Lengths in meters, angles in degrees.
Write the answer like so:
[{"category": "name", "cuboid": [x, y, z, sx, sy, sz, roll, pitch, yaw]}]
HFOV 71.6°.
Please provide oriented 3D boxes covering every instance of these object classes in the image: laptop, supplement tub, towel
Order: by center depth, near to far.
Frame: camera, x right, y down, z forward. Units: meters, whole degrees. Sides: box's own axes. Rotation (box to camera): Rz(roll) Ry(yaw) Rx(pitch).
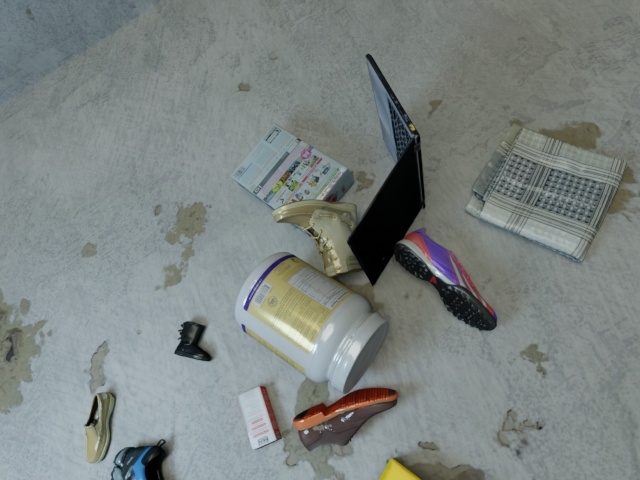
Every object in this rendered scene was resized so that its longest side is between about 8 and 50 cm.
[{"category": "supplement tub", "cuboid": [-0.022, 0.201, 1.114, 0.331, 0.241, 0.241, 30, 81, 22]}, {"category": "laptop", "cuboid": [0.131, -0.155, 1.123, 0.236, 0.382, 0.408, -25, 66, 5]}, {"category": "towel", "cuboid": [0.590, -0.143, 1.175, 0.324, 0.056, 0.312, 27, 80, 23]}]

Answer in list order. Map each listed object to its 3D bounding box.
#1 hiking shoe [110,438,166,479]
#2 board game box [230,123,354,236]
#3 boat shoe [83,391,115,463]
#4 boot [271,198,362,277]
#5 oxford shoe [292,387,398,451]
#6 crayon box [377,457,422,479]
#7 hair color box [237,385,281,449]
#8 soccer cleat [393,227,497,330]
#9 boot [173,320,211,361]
[{"category": "hiking shoe", "cuboid": [-0.457, 0.680, 1.128, 0.132, 0.113, 0.304, -16, 67, 10]}, {"category": "board game box", "cuboid": [-0.087, -0.188, 1.353, 0.303, 0.097, 0.224, 36, 84, 25]}, {"category": "boat shoe", "cuboid": [-0.640, 0.529, 1.254, 0.068, 0.072, 0.190, -7, 69, 13]}, {"category": "boot", "cuboid": [0.000, 0.000, 1.188, 0.095, 0.261, 0.204, -19, 75, 52]}, {"category": "oxford shoe", "cuboid": [0.072, 0.440, 1.097, 0.271, 0.097, 0.099, -22, 86, 11]}, {"category": "crayon box", "cuboid": [0.188, 0.715, 0.925, 0.313, 0.106, 0.363, 29, 71, 24]}, {"category": "hair color box", "cuboid": [-0.161, 0.464, 1.165, 0.071, 0.043, 0.141, -25, 65, 5]}, {"category": "soccer cleat", "cuboid": [0.336, 0.092, 1.138, 0.116, 0.109, 0.318, -37, 69, -26]}, {"category": "boot", "cuboid": [-0.360, 0.291, 1.283, 0.121, 0.045, 0.099, 9, 67, 16]}]
